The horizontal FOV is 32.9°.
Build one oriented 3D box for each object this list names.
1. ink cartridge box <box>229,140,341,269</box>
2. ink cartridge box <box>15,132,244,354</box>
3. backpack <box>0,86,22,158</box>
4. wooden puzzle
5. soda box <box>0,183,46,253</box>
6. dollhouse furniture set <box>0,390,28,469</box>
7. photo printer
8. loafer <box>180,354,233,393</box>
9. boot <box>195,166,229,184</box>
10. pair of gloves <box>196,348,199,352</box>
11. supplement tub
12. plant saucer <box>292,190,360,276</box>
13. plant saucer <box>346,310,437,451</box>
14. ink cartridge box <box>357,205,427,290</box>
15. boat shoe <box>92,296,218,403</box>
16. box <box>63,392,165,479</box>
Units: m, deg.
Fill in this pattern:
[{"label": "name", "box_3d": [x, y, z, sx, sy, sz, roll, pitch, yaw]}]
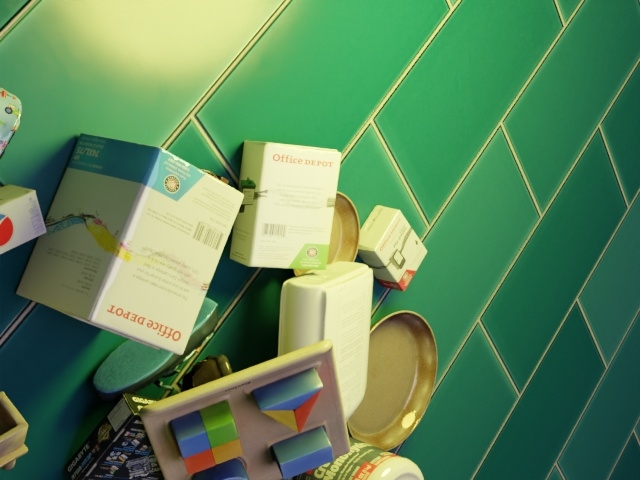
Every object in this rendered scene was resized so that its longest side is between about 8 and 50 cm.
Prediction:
[{"label": "ink cartridge box", "box_3d": [-0.063, -0.063, 1.937, 0.160, 0.092, 0.219, 4, 97, -31]}, {"label": "ink cartridge box", "box_3d": [-0.288, 0.006, 1.651, 0.198, 0.197, 0.270, 30, 77, -48]}, {"label": "backpack", "box_3d": [-0.481, -0.152, 1.412, 0.117, 0.173, 0.158, 42, 69, -45]}, {"label": "wooden puzzle", "box_3d": [-0.106, 0.332, 1.788, 0.322, 0.080, 0.348, -20, 139, -10]}, {"label": "soda box", "box_3d": [-0.496, -0.005, 1.510, 0.216, 0.074, 0.069, -31, 122, -40]}, {"label": "dollhouse furniture set", "box_3d": [-0.603, 0.250, 1.353, 0.355, 0.303, 0.174, -30, 159, -38]}, {"label": "photo printer", "box_3d": [0.009, 0.208, 2.009, 0.256, 0.107, 0.307, -21, 116, -65]}, {"label": "loafer", "box_3d": [-0.201, 0.236, 1.818, 0.078, 0.220, 0.080, -18, 79, -18]}, {"label": "boot", "box_3d": [-0.209, -0.064, 1.848, 0.106, 0.037, 0.114, 22, 88, -46]}, {"label": "pair of gloves", "box_3d": [-0.224, 0.153, 1.905, 0.083, 0.010, 0.074, 37, 73, -46]}, {"label": "supplement tub", "box_3d": [0.047, 0.478, 2.096, 0.191, 0.272, 0.191, -16, 111, -45]}, {"label": "plant saucer", "box_3d": [0.000, 0.000, 2.095, 0.198, 0.036, 0.198, -14, 110, -45]}, {"label": "plant saucer", "box_3d": [0.140, 0.297, 2.322, 0.310, 0.050, 0.310, -17, 113, -45]}, {"label": "ink cartridge box", "box_3d": [0.144, 0.016, 2.240, 0.109, 0.063, 0.150, -58, 136, -20]}, {"label": "boat shoe", "box_3d": [-0.259, 0.198, 1.805, 0.258, 0.109, 0.089, -33, 138, -30]}, {"label": "box", "box_3d": [-0.285, 0.345, 1.800, 0.220, 0.051, 0.175, 21, 114, -48]}]
